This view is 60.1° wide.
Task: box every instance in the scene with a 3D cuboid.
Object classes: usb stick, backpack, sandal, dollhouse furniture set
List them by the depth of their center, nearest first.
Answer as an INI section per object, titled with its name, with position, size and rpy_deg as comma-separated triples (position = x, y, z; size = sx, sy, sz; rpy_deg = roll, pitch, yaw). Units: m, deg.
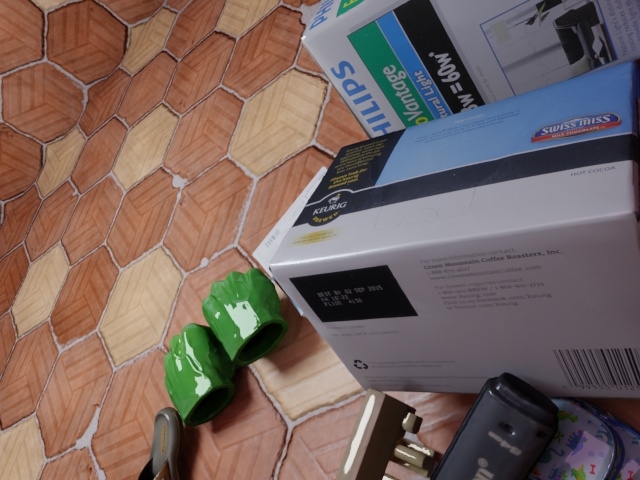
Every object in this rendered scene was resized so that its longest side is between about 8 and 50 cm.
[backpack]
position = 0.261, 0.214, 0.541
size = 0.114, 0.084, 0.104
rpy_deg = 24, 84, 43
[usb stick]
position = 0.148, 0.260, 0.563
size = 0.077, 0.045, 0.277
rpy_deg = 34, 115, 30
[dollhouse furniture set]
position = 0.043, 0.251, 0.658
size = 0.123, 0.151, 0.144
rpy_deg = 8, 70, 43
[sandal]
position = -0.262, 0.383, 0.891
size = 0.090, 0.060, 0.219
rpy_deg = -14, 71, 40

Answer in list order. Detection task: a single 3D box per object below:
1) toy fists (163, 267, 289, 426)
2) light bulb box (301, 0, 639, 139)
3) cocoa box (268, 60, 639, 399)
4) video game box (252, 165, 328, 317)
[toy fists]
position = -0.163, 0.168, 0.914
size = 0.279, 0.096, 0.142
rpy_deg = -52, 53, 19
[light bulb box]
position = 0.207, -0.346, 0.754
size = 0.361, 0.225, 0.357
rpy_deg = -20, 37, 31
[cocoa box]
position = 0.173, 0.007, 0.592
size = 0.347, 0.231, 0.227
rpy_deg = -10, 37, 36
[video game box]
position = 0.000, 0.000, 0.915
size = 0.205, 0.048, 0.187
rpy_deg = -51, 42, 6
